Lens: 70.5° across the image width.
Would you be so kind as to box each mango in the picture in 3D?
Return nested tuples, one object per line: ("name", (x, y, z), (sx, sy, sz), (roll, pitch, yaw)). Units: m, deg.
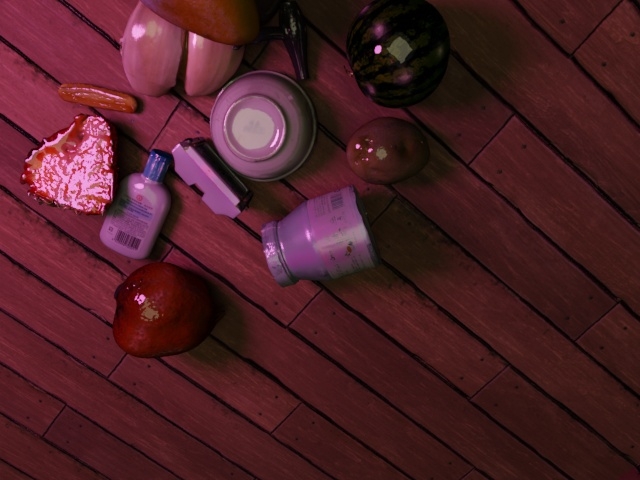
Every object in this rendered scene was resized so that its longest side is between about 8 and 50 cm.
("mango", (-0.291, -0.563, 0.956), (0.384, 0.199, 0.221), (42, 148, -18))

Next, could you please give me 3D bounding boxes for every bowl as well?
("bowl", (-0.162, -0.306, 1.235), (0.307, 0.163, 0.307), (1, 107, 5))

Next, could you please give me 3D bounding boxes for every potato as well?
("potato", (0.186, -0.244, 1.246), (0.235, 0.160, 0.178), (8, 133, -11))

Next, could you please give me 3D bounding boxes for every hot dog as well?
("hot dog", (-0.621, -0.406, 1.271), (0.215, 0.047, 0.066), (9, 145, 0))

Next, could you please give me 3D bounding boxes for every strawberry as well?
("strawberry", (-0.693, -0.212, 1.290), (0.253, 0.150, 0.280), (2, 95, -4))

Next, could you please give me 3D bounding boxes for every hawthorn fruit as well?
("hawthorn fruit", (-0.472, 0.215, 1.362), (0.295, 0.295, 0.311), (-33, 128, 12))

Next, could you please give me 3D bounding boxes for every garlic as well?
("garlic", (-0.360, -0.511, 1.163), (0.286, 0.249, 0.313), (6, 106, -46))

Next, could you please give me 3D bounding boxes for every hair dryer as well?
("hair dryer", (-0.127, -0.500, 1.169), (0.219, 0.075, 0.196), (-24, 117, -27))

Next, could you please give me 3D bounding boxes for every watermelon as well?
("watermelon", (0.191, -0.463, 1.124), (0.268, 0.269, 0.269), (1, 108, 2))

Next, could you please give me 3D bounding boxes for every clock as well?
("clock", (-0.298, -0.172, 1.264), (0.083, 0.186, 0.253), (-39, 102, 11))

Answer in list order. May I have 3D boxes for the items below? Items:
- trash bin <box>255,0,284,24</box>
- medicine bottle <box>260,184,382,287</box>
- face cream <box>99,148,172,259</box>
("trash bin", (-0.195, -0.699, 1.085), (0.250, 0.219, 0.220), (38, 104, -3))
("medicine bottle", (0.000, 0.000, 1.284), (0.289, 0.245, 0.245), (-19, 106, 10))
("face cream", (-0.532, -0.111, 1.346), (0.163, 0.080, 0.337), (27, 107, -6))
